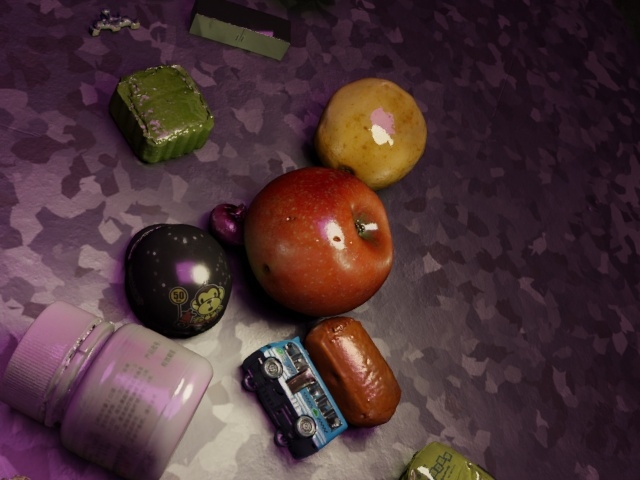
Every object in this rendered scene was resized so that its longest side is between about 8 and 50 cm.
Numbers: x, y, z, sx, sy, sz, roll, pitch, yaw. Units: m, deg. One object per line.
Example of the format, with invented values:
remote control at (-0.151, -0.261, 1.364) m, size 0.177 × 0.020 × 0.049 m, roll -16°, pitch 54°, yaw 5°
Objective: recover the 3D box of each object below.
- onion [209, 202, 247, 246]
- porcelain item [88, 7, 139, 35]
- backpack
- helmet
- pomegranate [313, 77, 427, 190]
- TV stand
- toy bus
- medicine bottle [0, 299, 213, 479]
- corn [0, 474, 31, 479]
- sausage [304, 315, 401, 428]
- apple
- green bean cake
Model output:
onion at (-0.203, -0.041, 1.672) m, size 0.115 × 0.104 × 0.115 m, roll 34°, pitch 18°, yaw -13°
porcelain item at (-0.538, -0.567, 1.830) m, size 0.136 × 0.021 × 0.075 m, roll -23°, pitch 72°, yaw -34°
backpack at (0.289, 0.573, 1.579) m, size 0.253 × 0.140 × 0.207 m, roll 41°, pitch 54°, yaw 6°
helmet at (-0.296, 0.059, 1.537) m, size 0.230 × 0.160 × 0.279 m, roll -11°, pitch 71°, yaw -29°
pomegranate at (0.125, -0.272, 1.864) m, size 0.307 × 0.307 × 0.307 m, roll 12°, pitch 60°, yaw -21°
TV stand at (-0.219, -0.587, 1.965) m, size 0.269 × 0.083 × 0.088 m, roll 11°, pitch 61°, yaw -21°
toy bus at (-0.057, 0.334, 1.540) m, size 0.134 × 0.113 × 0.246 m, roll -23°, pitch 78°, yaw -38°
medicine bottle at (-0.389, 0.273, 1.319) m, size 0.324 × 0.256 × 0.256 m, roll 26°, pitch 55°, yaw -2°
corn at (-0.499, 0.555, 1.211) m, size 0.106 × 0.106 × 0.305 m, roll -16°, pitch 77°, yaw -32°
sausage at (0.072, 0.295, 1.600) m, size 0.141 × 0.153 × 0.268 m, roll -25°, pitch 79°, yaw -44°
apple at (0.000, 0.000, 1.618) m, size 0.348 × 0.276 × 0.349 m, roll 27°, pitch 53°, yaw -43°
green bean cake at (-0.378, -0.308, 1.716) m, size 0.200 × 0.113 × 0.214 m, roll -28°, pitch 78°, yaw -34°
